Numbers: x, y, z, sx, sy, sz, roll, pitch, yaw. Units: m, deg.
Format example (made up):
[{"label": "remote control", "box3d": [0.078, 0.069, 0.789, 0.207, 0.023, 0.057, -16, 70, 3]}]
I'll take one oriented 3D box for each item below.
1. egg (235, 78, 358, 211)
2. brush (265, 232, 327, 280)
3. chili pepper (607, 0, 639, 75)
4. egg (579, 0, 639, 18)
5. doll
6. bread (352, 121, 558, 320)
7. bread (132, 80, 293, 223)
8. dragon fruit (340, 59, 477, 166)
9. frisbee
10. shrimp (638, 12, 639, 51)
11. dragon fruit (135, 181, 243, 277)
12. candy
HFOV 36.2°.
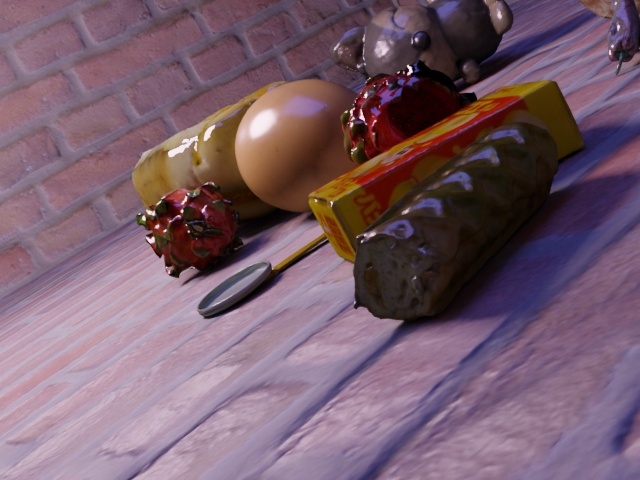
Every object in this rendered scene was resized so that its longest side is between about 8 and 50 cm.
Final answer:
[{"label": "egg", "box3d": [-0.013, -0.145, 1.481, 0.201, 0.201, 0.244, -35, 15, -32]}, {"label": "brush", "box3d": [0.000, 0.000, 1.273, 0.205, 0.011, 0.083, -33, 12, -20]}, {"label": "chili pepper", "box3d": [0.416, -0.293, 1.347, 0.050, 0.041, 0.153, -25, 42, 43]}, {"label": "egg", "box3d": [0.511, -0.455, 1.606, 0.233, 0.195, 0.195, 15, 34, 29]}, {"label": "doll", "box3d": [0.235, -0.388, 2.135, 0.382, 0.252, 0.378, -25, -21, 3]}, {"label": "bread", "box3d": [0.127, -0.026, 0.855, 0.087, 0.098, 0.269, 27, 42, 24]}, {"label": "bread", "box3d": [-0.137, -0.136, 1.724, 0.300, 0.210, 0.341, -35, 10, -27]}, {"label": "dragon fruit", "box3d": [0.111, -0.138, 1.237, 0.166, 0.160, 0.172, -12, -4, -9]}, {"label": "frisbee", "box3d": [-0.107, 0.061, 1.228, 0.110, 0.014, 0.110, -31, 12, 7]}, {"label": "shrimp", "box3d": [0.476, -0.314, 1.414, 0.145, 0.059, 0.254, -25, 10, 33]}, {"label": "dragon fruit", "box3d": [-0.219, -0.014, 1.569, 0.135, 0.137, 0.236, -18, 2, -42]}, {"label": "candy", "box3d": [0.132, -0.075, 1.075, 0.276, 0.088, 0.146, -31, 9, -8]}]
